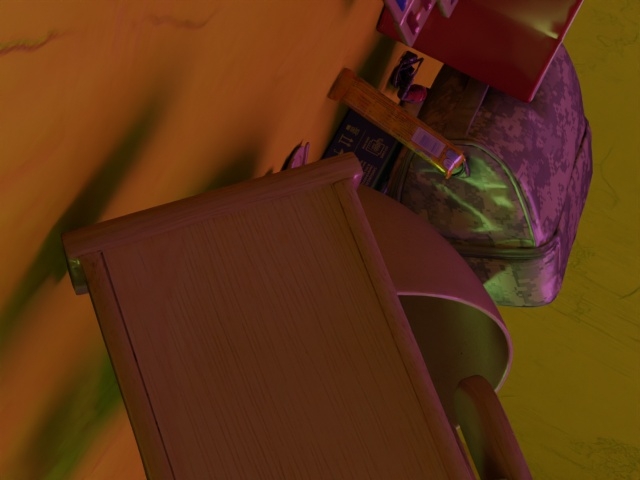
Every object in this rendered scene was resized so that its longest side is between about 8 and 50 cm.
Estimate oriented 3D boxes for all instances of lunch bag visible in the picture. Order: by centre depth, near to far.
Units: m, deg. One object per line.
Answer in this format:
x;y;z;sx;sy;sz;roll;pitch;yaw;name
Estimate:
0.211;-0.108;1.365;0.305;0.212;0.256;-62;150;-41;lunch bag

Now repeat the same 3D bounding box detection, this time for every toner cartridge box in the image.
0.000;0.000;1.391;0.348;0.075;0.165;-61;172;-9;toner cartridge box

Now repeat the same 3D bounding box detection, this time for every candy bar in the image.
0.082;-0.122;1.171;0.040;0.161;0.018;-57;-174;-18;candy bar

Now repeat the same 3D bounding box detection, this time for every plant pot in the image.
-0.002;0.054;0.946;0.284;0.284;0.191;110;-29;-48;plant pot

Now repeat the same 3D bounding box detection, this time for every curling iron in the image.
0.148;-0.233;1.683;0.068;0.035;0.274;-65;168;6;curling iron

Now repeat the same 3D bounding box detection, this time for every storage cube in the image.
0.203;-0.302;1.237;0.215;0.193;0.184;-58;172;-44;storage cube

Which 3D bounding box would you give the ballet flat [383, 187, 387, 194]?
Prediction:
0.039;0.019;1.667;0.139;0.139;0.400;-60;169;-23;ballet flat

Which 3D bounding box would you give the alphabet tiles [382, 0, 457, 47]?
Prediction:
0.120;-0.330;0.949;0.285;0.011;0.342;-62;161;-3;alphabet tiles

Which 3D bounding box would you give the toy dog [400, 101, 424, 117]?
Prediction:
0.175;-0.107;1.954;0.220;0.161;0.334;-61;174;-15;toy dog

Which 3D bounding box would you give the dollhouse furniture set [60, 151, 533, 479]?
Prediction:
-0.044;0.154;0.747;0.362;0.256;0.394;-16;163;-14;dollhouse furniture set

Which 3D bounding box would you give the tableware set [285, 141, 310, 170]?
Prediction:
-0.045;-0.017;1.126;0.169;0.020;0.141;-49;155;-61;tableware set
